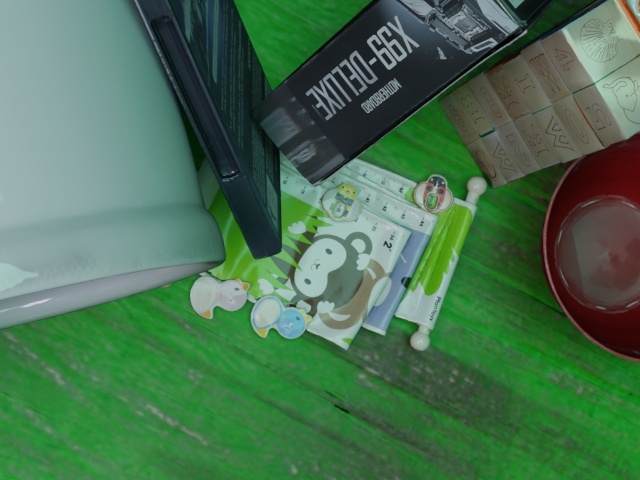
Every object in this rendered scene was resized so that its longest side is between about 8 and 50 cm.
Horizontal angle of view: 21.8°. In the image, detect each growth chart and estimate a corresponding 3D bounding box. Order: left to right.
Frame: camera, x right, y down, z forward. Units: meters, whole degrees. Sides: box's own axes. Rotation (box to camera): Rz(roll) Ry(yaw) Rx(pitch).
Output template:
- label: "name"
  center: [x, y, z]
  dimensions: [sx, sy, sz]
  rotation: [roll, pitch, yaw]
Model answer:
- label: "growth chart"
  center: [0.000, 0.000, 1.309]
  dimensions: [0.237, 0.021, 0.172]
  rotation: [16, 82, -9]

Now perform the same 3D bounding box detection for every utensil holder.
- label: "utensil holder"
  center: [-0.262, -0.133, 1.110]
  dimensions: [0.328, 0.327, 0.385]
  rotation: [-12, 86, -13]

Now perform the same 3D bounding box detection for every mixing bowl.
- label: "mixing bowl"
  center: [0.247, 0.008, 1.322]
  dimensions: [0.181, 0.098, 0.181]
  rotation: [1, 85, -13]

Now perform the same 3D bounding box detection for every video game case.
- label: "video game case"
  center: [-0.083, -0.149, 1.148]
  dimensions: [0.026, 0.196, 0.274]
  rotation: [-17, 126, 10]

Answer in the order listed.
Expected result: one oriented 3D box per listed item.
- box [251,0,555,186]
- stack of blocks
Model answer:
- label: "box"
  center: [0.116, -0.189, 1.177]
  dimensions: [0.076, 0.242, 0.307]
  rotation: [49, 49, -5]
- label: "stack of blocks"
  center: [0.216, -0.133, 1.224]
  dimensions: [0.171, 0.297, 0.087]
  rotation: [-32, 93, -12]
